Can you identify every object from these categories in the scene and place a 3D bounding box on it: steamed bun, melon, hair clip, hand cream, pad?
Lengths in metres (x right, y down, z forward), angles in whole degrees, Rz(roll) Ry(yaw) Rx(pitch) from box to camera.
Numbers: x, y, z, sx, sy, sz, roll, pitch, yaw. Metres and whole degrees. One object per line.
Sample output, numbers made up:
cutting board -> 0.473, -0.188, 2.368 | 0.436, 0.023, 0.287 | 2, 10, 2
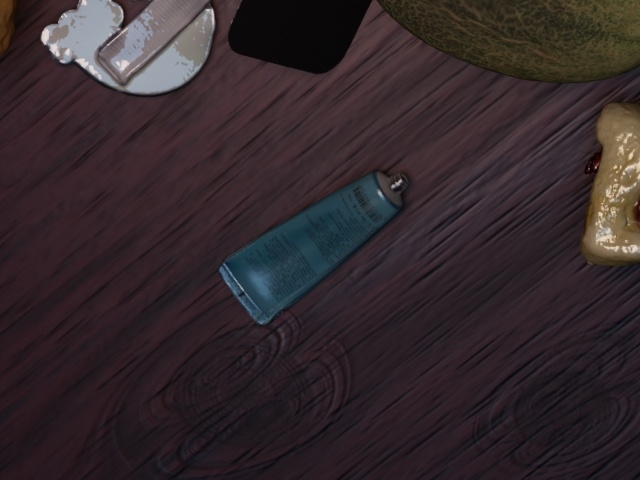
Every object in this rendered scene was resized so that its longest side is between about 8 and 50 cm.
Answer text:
steamed bun -> 0.329, -0.064, 1.889 | 0.172, 0.141, 0.155 | -10, 97, 13
melon -> 0.186, -0.278, 1.801 | 0.329, 0.248, 0.249 | 26, 105, -7
hair clip -> -0.166, -0.224, 1.955 | 0.220, 0.054, 0.140 | -41, 100, 16
hand cream -> 0.000, 0.000, 1.994 | 0.224, 0.048, 0.083 | -35, 96, 19
pad -> 0.016, -0.288, 1.867 | 0.004, 0.181, 0.267 | 37, 107, 35

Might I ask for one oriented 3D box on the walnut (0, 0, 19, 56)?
walnut -> -0.407, -0.241, 1.879 | 0.224, 0.257, 0.257 | 13, 105, -18
